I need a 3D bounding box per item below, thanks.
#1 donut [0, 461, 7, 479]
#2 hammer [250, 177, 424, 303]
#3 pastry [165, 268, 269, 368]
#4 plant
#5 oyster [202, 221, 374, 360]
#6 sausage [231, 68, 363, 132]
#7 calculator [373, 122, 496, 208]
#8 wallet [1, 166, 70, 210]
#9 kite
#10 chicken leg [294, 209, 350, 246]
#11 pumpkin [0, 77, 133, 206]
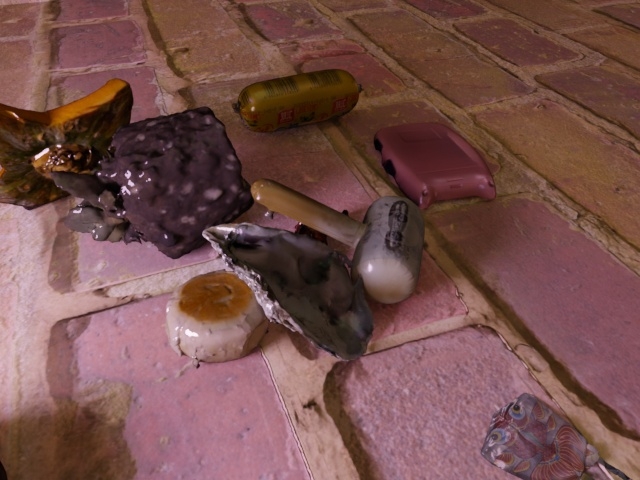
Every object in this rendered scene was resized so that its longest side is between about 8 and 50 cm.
[{"bbox_3d":[-0.454,0.292,0.501,0.270,0.103,0.269,4,33,-3],"label":"donut"},{"bbox_3d":[0.025,-0.025,0.843,0.305,0.113,0.202,23,40,-2],"label":"hammer"},{"bbox_3d":[-0.150,0.108,0.751,0.166,0.088,0.166,4,38,-3],"label":"pastry"},{"bbox_3d":[-0.288,-0.085,0.875,0.312,0.215,0.213,-26,43,-15],"label":"plant"},{"bbox_3d":[-0.031,0.074,0.717,0.252,0.087,0.199,2,76,-29],"label":"oyster"},{"bbox_3d":[-0.049,-0.344,1.250,0.347,0.123,0.123,-16,43,-19],"label":"sausage"},{"bbox_3d":[0.242,-0.189,1.134,0.220,0.048,0.329,-9,39,-9],"label":"calculator"},{"bbox_3d":[-0.605,-0.177,1.109,0.165,0.042,0.309,-27,48,-27],"label":"wallet"},{"bbox_3d":[0.310,0.284,0.612,0.127,0.016,0.229,-33,48,-29],"label":"kite"},{"bbox_3d":[-0.006,-0.003,0.912,0.093,0.053,0.205,27,50,-5],"label":"chicken leg"},{"bbox_3d":[-0.470,-0.157,0.904,0.258,0.290,0.095,-10,66,-27],"label":"pumpkin"}]
